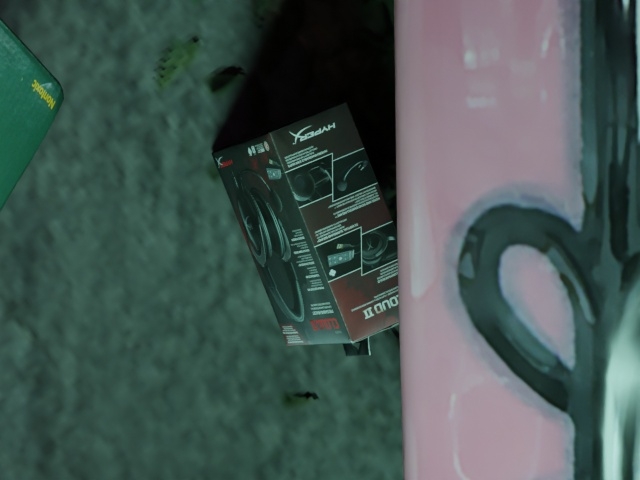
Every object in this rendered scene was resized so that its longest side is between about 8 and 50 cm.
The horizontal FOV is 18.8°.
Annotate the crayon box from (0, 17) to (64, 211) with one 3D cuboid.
[{"bbox_3d":[-0.191,-0.043,0.489,0.165,0.081,0.278,-62,152,-14],"label":"crayon box"}]

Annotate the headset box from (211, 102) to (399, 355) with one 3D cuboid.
[{"bbox_3d":[0.000,0.000,0.659,0.032,0.062,0.083,-22,95,-21],"label":"headset box"}]

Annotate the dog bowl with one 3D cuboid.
[{"bbox_3d":[0.102,-0.032,0.541,0.150,0.408,0.408,0,86,5],"label":"dog bowl"}]
